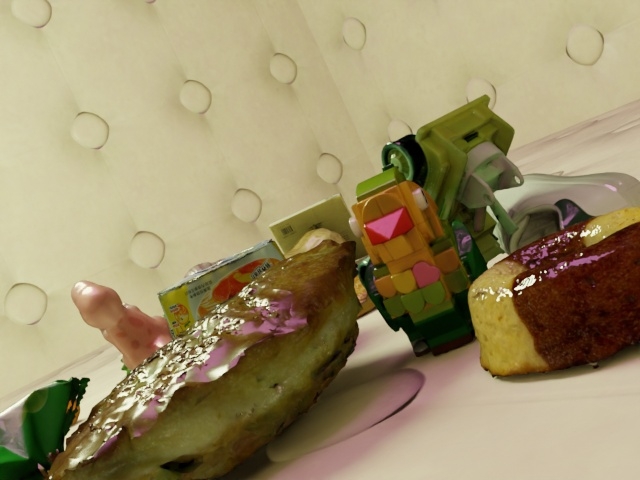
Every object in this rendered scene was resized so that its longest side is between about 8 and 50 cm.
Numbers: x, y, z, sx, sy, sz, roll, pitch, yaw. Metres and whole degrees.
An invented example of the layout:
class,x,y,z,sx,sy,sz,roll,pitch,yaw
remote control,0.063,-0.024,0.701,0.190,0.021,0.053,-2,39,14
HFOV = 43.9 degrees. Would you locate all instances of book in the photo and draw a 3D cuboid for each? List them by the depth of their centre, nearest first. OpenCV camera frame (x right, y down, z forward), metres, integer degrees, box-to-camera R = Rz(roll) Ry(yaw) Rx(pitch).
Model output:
class,x,y,z,sx,sy,sz,roll,pitch,yaw
book,0.000,0.000,1.720,0.168,0.192,0.013,-25,40,3

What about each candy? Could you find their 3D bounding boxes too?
class,x,y,z,sx,sy,sz,roll,pitch,yaw
candy,-0.288,0.218,0.729,0.078,0.141,0.203,8,22,24

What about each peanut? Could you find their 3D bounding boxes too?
class,x,y,z,sx,sy,sz,roll,pitch,yaw
peanut,-0.022,0.044,1.610,0.120,0.110,0.236,-12,11,32

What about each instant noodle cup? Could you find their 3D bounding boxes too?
class,x,y,z,sx,sy,sz,roll,pitch,yaw
instant noodle cup,-0.096,0.096,0.983,0.205,0.153,0.205,-24,2,1

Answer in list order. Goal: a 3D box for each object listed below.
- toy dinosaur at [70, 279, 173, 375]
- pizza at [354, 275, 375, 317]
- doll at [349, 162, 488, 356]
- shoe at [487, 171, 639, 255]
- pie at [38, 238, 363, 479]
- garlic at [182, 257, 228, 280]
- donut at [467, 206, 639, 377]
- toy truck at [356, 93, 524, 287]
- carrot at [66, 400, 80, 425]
class,x,y,z,sx,sy,sz,roll,pitch,yaw
toy dinosaur,-0.255,0.129,1.165,0.152,0.194,0.177,-44,-24,-10
pizza,0.041,0.084,1.110,0.160,0.035,0.099,-27,17,-17
doll,0.090,0.017,0.725,0.106,0.186,0.134,-23,32,18
shoe,0.230,-0.016,0.868,0.110,0.095,0.265,-28,6,-22
pie,-0.094,0.119,0.720,0.355,0.103,0.288,-40,8,-32
garlic,-0.129,0.099,1.119,0.147,0.159,0.102,-53,17,-14
donut,0.189,0.033,0.575,0.166,0.073,0.184,-30,4,-31
toy truck,0.134,-0.013,0.847,0.128,0.135,0.259,-29,-27,-30
carrot,-0.479,0.307,1.365,0.057,0.057,0.224,-28,1,-41
